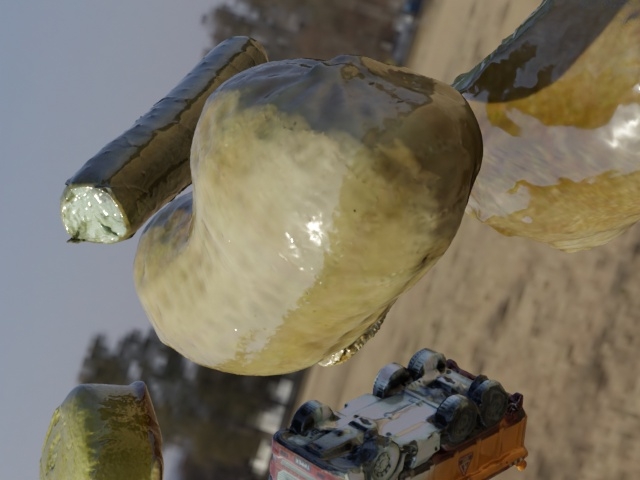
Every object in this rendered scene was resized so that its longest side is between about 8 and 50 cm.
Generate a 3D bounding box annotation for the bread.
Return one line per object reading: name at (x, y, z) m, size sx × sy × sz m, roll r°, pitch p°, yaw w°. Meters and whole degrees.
bread at (-0.182, 0.180, 1.448) m, size 0.156 × 0.086 × 0.125 m, roll 154°, pitch 121°, yaw -62°

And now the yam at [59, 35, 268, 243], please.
yam at (-0.126, -0.096, 1.514) m, size 0.371 × 0.083 × 0.083 m, roll -55°, pitch -16°, yaw -58°

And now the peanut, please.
peanut at (-0.015, -0.009, 0.853) m, size 0.122 × 0.137 × 0.253 m, roll -21°, pitch -18°, yaw -35°

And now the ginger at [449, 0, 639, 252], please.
ginger at (0.185, -0.062, 0.991) m, size 0.130 × 0.221 × 0.276 m, roll -52°, pitch -4°, yaw -30°

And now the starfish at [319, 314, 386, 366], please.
starfish at (0.001, -0.001, 1.434) m, size 0.238 × 0.216 × 0.071 m, roll -18°, pitch -27°, yaw -37°

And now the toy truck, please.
toy truck at (0.074, 0.193, 1.560) m, size 0.270 × 0.114 × 0.135 m, roll -20°, pitch -56°, yaw -42°
